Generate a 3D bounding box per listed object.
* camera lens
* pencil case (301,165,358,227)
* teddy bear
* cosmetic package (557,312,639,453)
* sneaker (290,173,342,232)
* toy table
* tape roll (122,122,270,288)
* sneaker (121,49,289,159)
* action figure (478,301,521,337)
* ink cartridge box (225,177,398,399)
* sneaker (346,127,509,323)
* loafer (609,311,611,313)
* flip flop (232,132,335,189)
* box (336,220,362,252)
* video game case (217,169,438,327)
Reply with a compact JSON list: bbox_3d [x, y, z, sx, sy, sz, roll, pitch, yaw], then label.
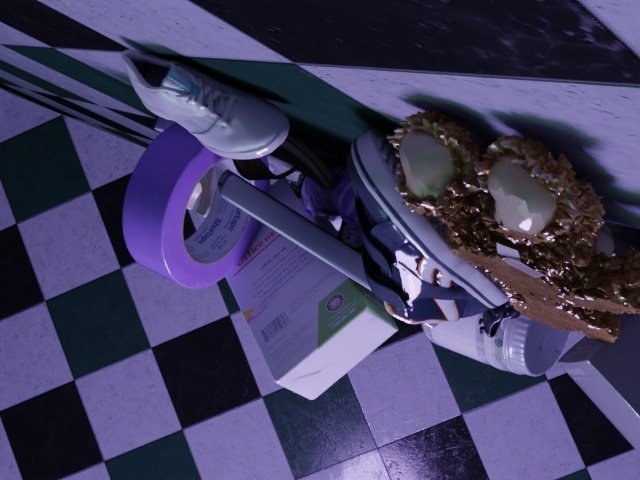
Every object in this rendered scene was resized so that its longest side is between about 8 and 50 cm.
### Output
[{"bbox_3d":[0.369,0.153,1.704,0.274,0.219,0.219,18,176,42],"label":"camera lens"},{"bbox_3d":[0.029,-0.071,1.222,0.086,0.088,0.206,39,173,-15],"label":"pencil case"},{"bbox_3d":[0.193,-0.018,0.710,0.338,0.113,0.245,32,168,-34],"label":"teddy bear"},{"bbox_3d":[0.378,0.185,0.838,0.238,0.107,0.127,46,175,11],"label":"cosmetic package"},{"bbox_3d":[0.015,-0.065,1.618,0.153,0.101,0.268,23,173,15],"label":"sneaker"},{"bbox_3d":[-0.249,-0.137,1.707,0.274,0.160,0.252,22,179,-14],"label":"toy table"},{"bbox_3d":[-0.201,-0.062,1.325,0.090,0.274,0.275,21,178,27],"label":"tape roll"},{"bbox_3d":[-0.137,-0.158,0.890,0.212,0.080,0.094,23,168,21],"label":"sneaker"},{"bbox_3d":[0.181,0.014,1.160,0.276,0.141,0.164,40,-166,24],"label":"action figure"},{"bbox_3d":[-0.039,0.075,1.408,0.119,0.207,0.353,35,-162,-48],"label":"ink cartridge box"},{"bbox_3d":[0.096,0.009,0.878,0.321,0.127,0.126,43,-153,-43],"label":"sneaker"},{"bbox_3d":[0.489,0.115,1.093,0.251,0.087,0.094,22,179,2],"label":"loafer"},{"bbox_3d":[-0.109,-0.133,1.124,0.277,0.080,0.112,25,175,-5],"label":"flip flop"},{"bbox_3d":[0.184,0.013,1.404,0.216,0.060,0.270,21,-168,27],"label":"box"},{"bbox_3d":[0.000,0.000,1.138,0.329,0.036,0.300,33,-179,-10],"label":"video game case"}]
